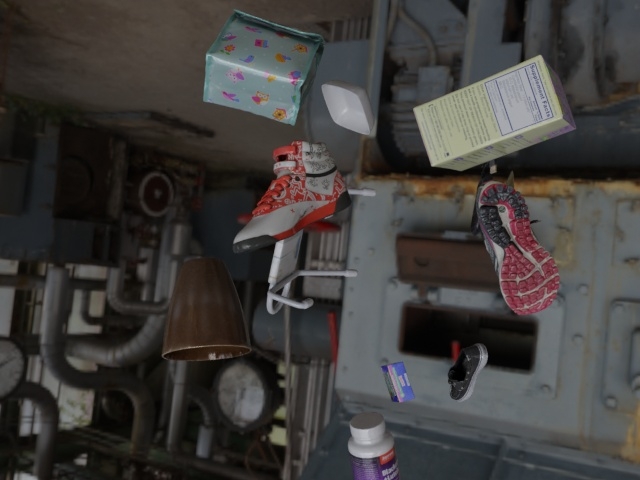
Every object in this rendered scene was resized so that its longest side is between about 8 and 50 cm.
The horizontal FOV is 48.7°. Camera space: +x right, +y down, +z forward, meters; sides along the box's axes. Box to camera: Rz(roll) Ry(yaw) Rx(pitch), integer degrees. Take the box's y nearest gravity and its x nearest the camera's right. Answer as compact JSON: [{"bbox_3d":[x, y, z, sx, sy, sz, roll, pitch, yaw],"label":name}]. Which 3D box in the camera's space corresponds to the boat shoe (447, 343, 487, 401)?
[{"bbox_3d":[0.385,0.367,1.936,0.076,0.080,0.228,-3,139,-18],"label":"boat shoe"}]

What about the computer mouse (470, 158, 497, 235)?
[{"bbox_3d":[0.477,-0.147,1.976,0.060,0.261,0.184,10,165,3],"label":"computer mouse"}]

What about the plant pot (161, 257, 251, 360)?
[{"bbox_3d":[-0.285,0.166,1.749,0.216,0.230,0.215,-5,163,-1],"label":"plant pot"}]

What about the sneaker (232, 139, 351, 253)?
[{"bbox_3d":[-0.067,-0.083,1.207,0.270,0.144,0.090,-28,-170,-41],"label":"sneaker"}]

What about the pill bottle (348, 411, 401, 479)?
[{"bbox_3d":[0.122,0.500,1.633,0.108,0.193,0.108,-10,-165,3],"label":"pill bottle"}]

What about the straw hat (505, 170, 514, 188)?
[{"bbox_3d":[0.391,-0.083,1.564,0.061,0.144,0.144,1,176,11],"label":"straw hat"}]

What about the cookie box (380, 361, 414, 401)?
[{"bbox_3d":[0.183,0.338,1.690,0.040,0.091,0.107,-16,170,-8],"label":"cookie box"}]

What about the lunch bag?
[{"bbox_3d":[-0.116,-0.405,1.571,0.224,0.262,0.160,17,139,2],"label":"lunch bag"}]

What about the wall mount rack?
[{"bbox_3d":[0.000,0.000,1.530,0.131,0.349,0.304,18,-161,16],"label":"wall mount rack"}]

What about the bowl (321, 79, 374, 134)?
[{"bbox_3d":[0.079,-0.351,1.815,0.142,0.053,0.142,26,154,39],"label":"bowl"}]

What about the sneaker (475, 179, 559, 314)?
[{"bbox_3d":[0.403,0.012,1.456,0.121,0.299,0.112,-19,-166,6],"label":"sneaker"}]

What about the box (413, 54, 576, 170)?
[{"bbox_3d":[0.331,-0.228,1.326,0.243,0.117,0.214,-19,174,26],"label":"box"}]
